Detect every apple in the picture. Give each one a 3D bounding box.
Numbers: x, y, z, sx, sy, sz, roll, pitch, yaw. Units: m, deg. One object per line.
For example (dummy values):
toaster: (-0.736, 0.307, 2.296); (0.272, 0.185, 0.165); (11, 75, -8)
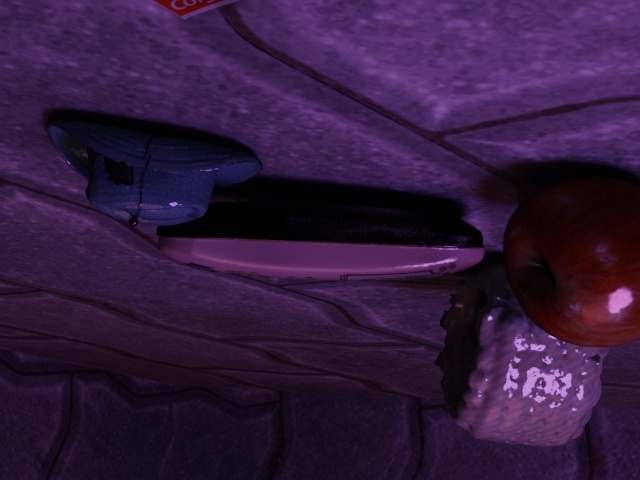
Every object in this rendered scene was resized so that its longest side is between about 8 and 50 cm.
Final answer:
apple: (0.232, 0.017, 0.815); (0.131, 0.146, 0.146); (-11, 171, -17)

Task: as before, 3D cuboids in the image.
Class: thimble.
thimble: (0.229, 0.129, 1.129); (0.150, 0.219, 0.219); (8, 166, -7)

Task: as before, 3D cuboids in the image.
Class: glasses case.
glasses case: (0.000, 0.000, 0.944); (0.314, 0.075, 0.122); (2, -176, -1)

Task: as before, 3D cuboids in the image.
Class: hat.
hat: (-0.147, -0.048, 0.848); (0.191, 0.078, 0.138); (9, 170, -11)

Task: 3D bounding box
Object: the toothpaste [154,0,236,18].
toothpaste: (-0.008, -0.149, 0.467); (0.196, 0.040, 0.047); (-5, 160, 40)
